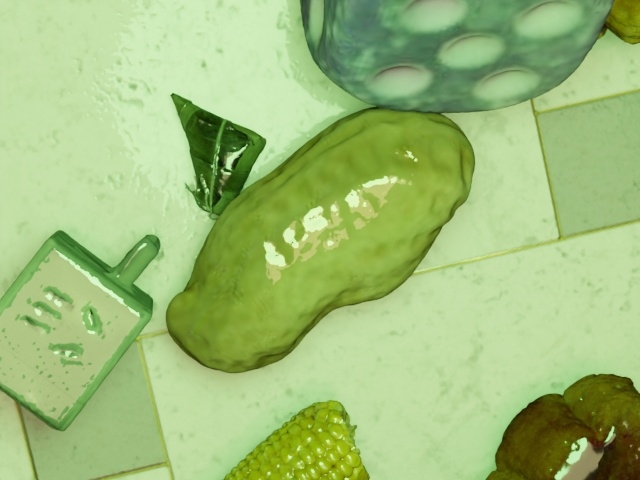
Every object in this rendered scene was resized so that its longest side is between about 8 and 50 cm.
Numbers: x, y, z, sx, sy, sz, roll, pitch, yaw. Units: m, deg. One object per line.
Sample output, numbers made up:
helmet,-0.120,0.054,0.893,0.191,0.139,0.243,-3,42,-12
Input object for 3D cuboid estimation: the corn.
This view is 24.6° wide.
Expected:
corn,-0.093,0.342,1.622,0.387,0.144,0.144,-43,97,0

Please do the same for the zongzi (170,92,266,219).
zongzi,-0.135,-0.091,1.631,0.119,0.055,0.109,26,93,5

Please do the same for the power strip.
power strip,-0.264,0.072,1.583,0.140,0.139,0.224,37,91,-7

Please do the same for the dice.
dice,0.133,-0.303,1.485,0.270,0.271,0.270,1,63,-15

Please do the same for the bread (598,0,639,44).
bread,0.350,-0.319,1.585,0.120,0.198,0.236,33,91,8

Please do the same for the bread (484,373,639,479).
bread,0.317,0.280,1.660,0.232,0.135,0.246,32,89,-18

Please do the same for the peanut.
peanut,0.000,0.000,1.593,0.387,0.169,0.192,-36,133,4
